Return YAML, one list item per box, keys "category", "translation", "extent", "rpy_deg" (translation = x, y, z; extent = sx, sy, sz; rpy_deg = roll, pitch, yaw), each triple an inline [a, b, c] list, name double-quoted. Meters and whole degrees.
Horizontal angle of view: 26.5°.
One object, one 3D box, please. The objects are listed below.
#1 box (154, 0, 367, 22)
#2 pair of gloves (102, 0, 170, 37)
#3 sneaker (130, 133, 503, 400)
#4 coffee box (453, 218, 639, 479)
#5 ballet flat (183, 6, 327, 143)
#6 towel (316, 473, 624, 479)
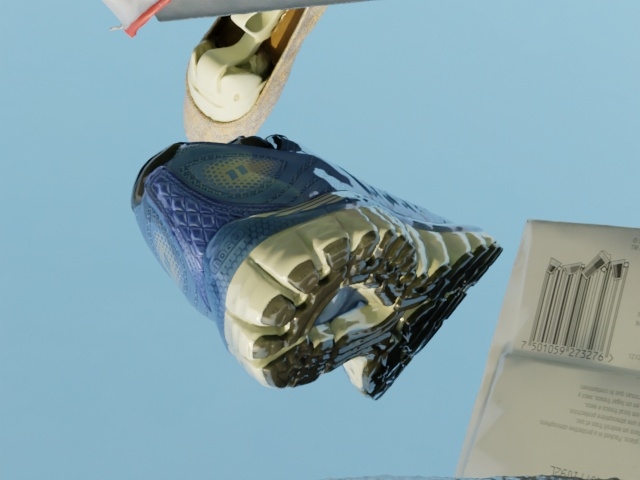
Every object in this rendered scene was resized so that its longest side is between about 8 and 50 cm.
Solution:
- category: "box"
  translation: [0.098, -0.436, 1.160]
  extent: [0.480, 0.297, 0.471]
  rpy_deg: [-4, -143, 13]
- category: "pair of gloves"
  translation: [-0.084, -0.160, 0.480]
  extent: [0.159, 0.198, 0.023]
  rpy_deg: [38, -141, -19]
- category: "sneaker"
  translation: [0.000, 0.000, 0.779]
  extent: [0.147, 0.330, 0.129]
  rpy_deg: [42, -84, 20]
- category: "coffee box"
  translation: [0.374, 0.197, 1.304]
  extent: [0.334, 0.338, 0.338]
  rpy_deg: [26, -103, -45]
- category: "ballet flat"
  translation: [-0.072, -0.207, 1.364]
  extent: [0.107, 0.316, 0.106]
  rpy_deg: [39, -153, 12]
- category: "towel"
  translation: [0.109, 0.152, 0.734]
  extent: [0.187, 0.282, 0.049]
  rpy_deg: [4, -97, -18]
